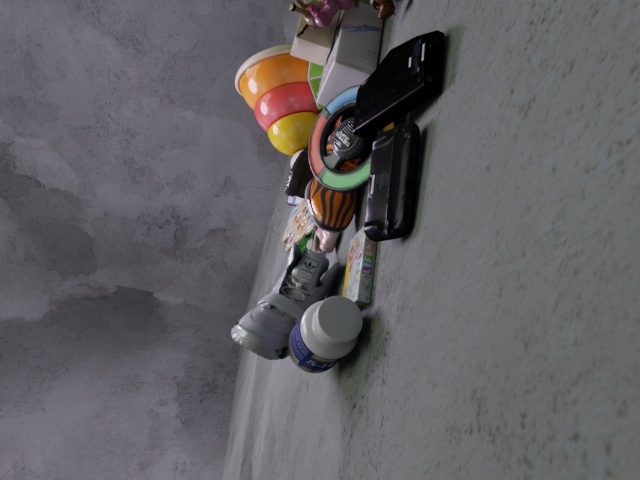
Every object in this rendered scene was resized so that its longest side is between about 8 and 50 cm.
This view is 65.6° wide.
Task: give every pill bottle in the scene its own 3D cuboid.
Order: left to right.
[{"bbox_3d":[0.009,0.176,0.936,0.186,0.112,0.112,120,161,-59],"label":"pill bottle"}]

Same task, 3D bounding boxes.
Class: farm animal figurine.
[{"bbox_3d":[0.107,-0.648,1.208,0.330,0.172,0.326,17,90,44],"label":"farm animal figurine"}]

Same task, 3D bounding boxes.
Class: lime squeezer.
[{"bbox_3d":[-0.048,-0.004,1.680,0.110,0.059,0.310,-23,-49,-65],"label":"lime squeezer"}]

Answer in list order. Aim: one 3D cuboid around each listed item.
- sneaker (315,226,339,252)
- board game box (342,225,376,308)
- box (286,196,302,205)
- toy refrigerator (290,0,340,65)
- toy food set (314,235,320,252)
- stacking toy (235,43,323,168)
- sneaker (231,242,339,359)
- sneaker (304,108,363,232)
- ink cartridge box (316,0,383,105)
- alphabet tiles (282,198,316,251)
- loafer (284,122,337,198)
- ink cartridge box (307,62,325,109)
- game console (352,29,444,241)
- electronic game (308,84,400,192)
[{"bbox_3d":[0.022,-0.028,1.301,0.134,0.051,0.070,-101,29,-61],"label":"sneaker"},{"bbox_3d":[0.076,0.055,0.969,0.103,0.026,0.154,129,153,-66],"label":"board game box"},{"bbox_3d":[-0.027,-0.172,1.620,0.225,0.037,0.136,14,91,55],"label":"box"},{"bbox_3d":[-0.002,-0.639,1.399,0.094,0.102,0.269,135,149,-71],"label":"toy refrigerator"},{"bbox_3d":[0.000,0.000,1.459,0.082,0.020,0.083,-91,18,-53],"label":"toy food set"},{"bbox_3d":[-0.101,-0.432,1.837,0.350,0.351,0.479,135,123,-71],"label":"stacking toy"},{"bbox_3d":[-0.070,0.124,1.121,0.210,0.137,0.366,-67,-12,9],"label":"sneaker"},{"bbox_3d":[0.050,-0.184,1.138,0.180,0.125,0.321,117,163,-56],"label":"sneaker"},{"bbox_3d":[0.086,-0.533,1.398,0.201,0.117,0.278,129,153,-66],"label":"ink cartridge box"},{"bbox_3d":[-0.024,-0.102,1.464,0.284,0.021,0.277,-40,27,46],"label":"alphabet tiles"},{"bbox_3d":[0.020,-0.220,1.356,0.133,0.130,0.365,114,-179,-49],"label":"loafer"},{"bbox_3d":[0.007,-0.595,1.631,0.255,0.097,0.188,64,-157,-47],"label":"ink cartridge box"},{"bbox_3d":[0.121,-0.173,0.862,0.213,0.044,0.361,-18,61,60],"label":"game console"},{"bbox_3d":[0.063,-0.210,1.027,0.229,0.048,0.229,-10,74,39],"label":"electronic game"}]
